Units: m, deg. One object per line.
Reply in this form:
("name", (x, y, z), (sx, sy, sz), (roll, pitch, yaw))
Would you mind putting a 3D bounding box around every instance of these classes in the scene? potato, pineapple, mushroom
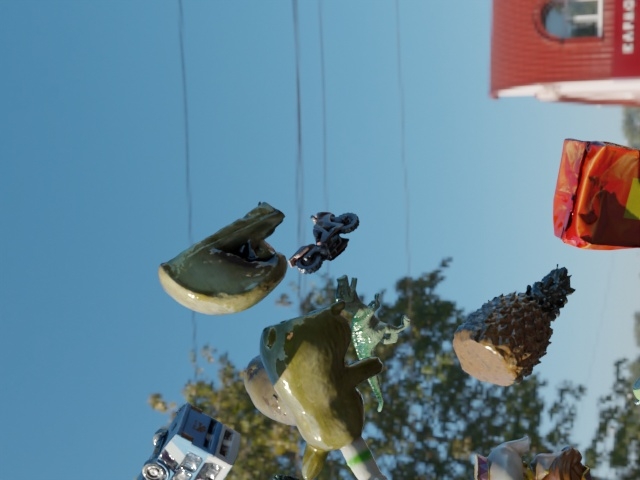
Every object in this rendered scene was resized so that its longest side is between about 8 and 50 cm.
("potato", (-0.073, 0.324, 2.011), (0.164, 0.262, 0.165), (-5, -77, -23))
("pineapple", (0.480, 0.187, 2.175), (0.362, 0.202, 0.202), (-43, -45, -30))
("mushroom", (-0.181, 0.074, 1.981), (0.292, 0.212, 0.217), (-43, -20, -22))

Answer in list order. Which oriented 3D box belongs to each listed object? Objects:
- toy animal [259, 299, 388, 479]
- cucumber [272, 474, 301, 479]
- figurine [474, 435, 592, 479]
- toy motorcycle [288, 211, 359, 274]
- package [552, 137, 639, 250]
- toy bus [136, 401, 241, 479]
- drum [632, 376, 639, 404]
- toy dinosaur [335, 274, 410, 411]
("toy animal", (0.014, 0.293, 1.688), (0.180, 0.181, 0.363), (-40, -71, -55))
("cucumber", (-0.002, 0.626, 2.206), (0.256, 0.044, 0.043), (29, -147, -17))
("figurine", (0.472, 0.523, 1.982), (0.142, 0.263, 0.190), (77, -165, -66))
("toy motorcycle", (0.000, 0.000, 2.212), (0.212, 0.118, 0.084), (-46, -43, -27))
("package", (0.600, -0.076, 1.691), (0.423, 0.123, 0.196), (3, -80, -30))
("toy bus", (-0.256, 0.422, 1.530), (0.297, 0.131, 0.106), (-59, 9, 24))
("drum", (0.629, 0.270, 1.729), (0.049, 0.130, 0.253), (51, 174, 6))
("toy dinosaur", (0.133, 0.212, 1.866), (0.076, 0.129, 0.383), (-115, 3, -60))
